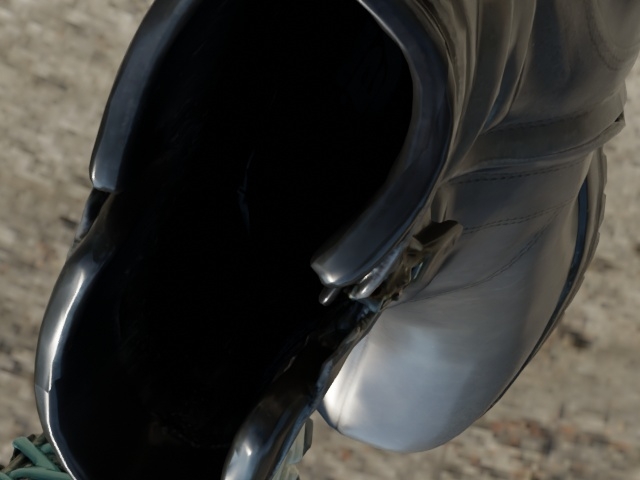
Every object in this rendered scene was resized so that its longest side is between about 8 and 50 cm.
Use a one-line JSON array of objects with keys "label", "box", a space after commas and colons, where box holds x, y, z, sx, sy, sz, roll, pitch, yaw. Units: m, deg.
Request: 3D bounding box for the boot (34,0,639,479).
[{"label": "boot", "box": [0.000, 0.000, 0.484, 0.118, 0.223, 0.338, 27, 141, 14]}]

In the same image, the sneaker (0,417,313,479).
[{"label": "sneaker", "box": [-0.098, 0.126, 0.752, 0.110, 0.283, 0.122, 10, 168, 45]}]
